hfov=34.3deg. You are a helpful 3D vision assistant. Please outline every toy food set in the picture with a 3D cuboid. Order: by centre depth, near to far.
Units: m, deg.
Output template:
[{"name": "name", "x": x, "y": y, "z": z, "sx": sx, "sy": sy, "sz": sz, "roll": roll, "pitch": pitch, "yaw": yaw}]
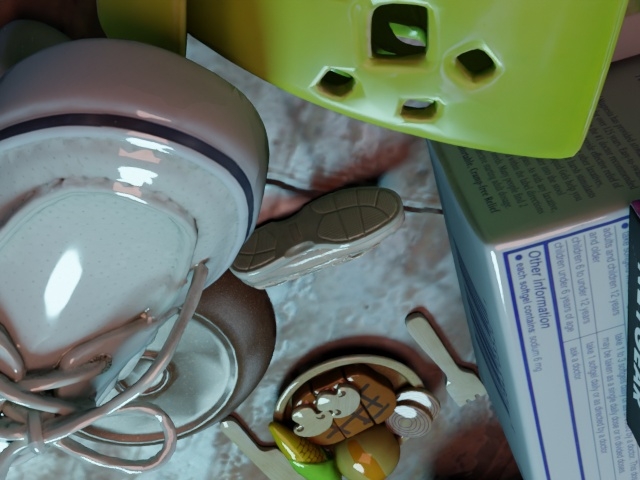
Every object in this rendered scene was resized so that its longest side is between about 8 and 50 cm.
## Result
[{"name": "toy food set", "x": 0.028, "y": 0.142, "z": 0.811, "sx": 0.192, "sy": 0.039, "sz": 0.132, "roll": -31, "pitch": 127, "yaw": 12}]

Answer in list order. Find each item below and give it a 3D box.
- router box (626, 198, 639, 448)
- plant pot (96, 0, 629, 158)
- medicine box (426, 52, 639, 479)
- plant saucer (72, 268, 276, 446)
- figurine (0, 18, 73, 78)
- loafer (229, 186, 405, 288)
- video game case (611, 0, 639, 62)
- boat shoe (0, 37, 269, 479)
[{"name": "router box", "x": 0.245, "y": 0.045, "z": 0.587, "sx": 0.133, "sy": 0.046, "sz": 0.179, "roll": -13, "pitch": 127, "yaw": -1}, {"name": "plant pot", "x": 0.011, "y": -0.187, "z": 0.445, "sx": 0.207, "sy": 0.227, "sz": 0.228, "roll": 2, "pitch": 126, "yaw": -7}, {"name": "medicine box", "x": 0.245, "y": 0.016, "z": 0.690, "sx": 0.289, "sy": 0.149, "sz": 0.264, "roll": -18, "pitch": 128, "yaw": 1}, {"name": "plant saucer", "x": -0.128, "y": 0.085, "z": 0.738, "sx": 0.198, "sy": 0.036, "sz": 0.199, "roll": -6, "pitch": 127, "yaw": -8}, {"name": "figurine", "x": -0.256, "y": -0.061, "z": 0.578, "sx": 0.214, "sy": 0.092, "sz": 0.209, "roll": 33, "pitch": 122, "yaw": -31}, {"name": "loafer", "x": 0.000, "y": 0.000, "z": 0.700, "sx": 0.125, "sy": 0.045, "sz": 0.039, "roll": -19, "pitch": 145, "yaw": 12}, {"name": "video game case", "x": 0.222, "y": -0.214, "z": 0.589, "sx": 0.193, "sy": 0.023, "sz": 0.212, "roll": -17, "pitch": 128, "yaw": 1}, {"name": "boat shoe", "x": -0.137, "y": 0.052, "z": 0.499, "sx": 0.135, "sy": 0.157, "sz": 0.367, "roll": 20, "pitch": 151, "yaw": -22}]
